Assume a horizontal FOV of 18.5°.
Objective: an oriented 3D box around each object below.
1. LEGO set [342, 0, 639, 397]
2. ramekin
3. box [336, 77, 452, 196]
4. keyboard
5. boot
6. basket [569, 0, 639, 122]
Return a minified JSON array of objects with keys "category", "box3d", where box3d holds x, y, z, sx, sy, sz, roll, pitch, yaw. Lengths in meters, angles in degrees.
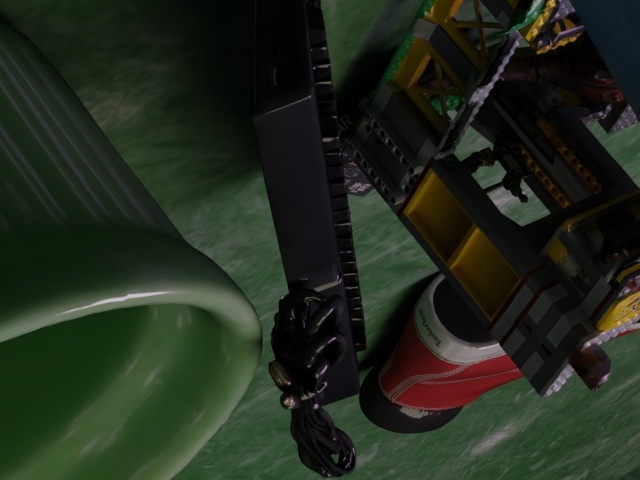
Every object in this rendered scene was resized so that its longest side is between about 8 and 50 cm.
[{"category":"LEGO set","box3d":[0.186,-0.068,0.936,0.331,0.192,0.255,-18,153,-44]},{"category":"ramekin","box3d":[-0.187,0.050,0.717,0.303,0.148,0.303,-29,161,-11]},{"category":"box","box3d":[0.024,-0.052,1.018,0.067,0.018,0.083,-40,161,20]},{"category":"keyboard","box3d":[0.000,0.000,0.823,0.033,0.201,0.317,-2,157,4]},{"category":"boot","box3d":[0.149,0.067,1.437,0.244,0.088,0.176,-14,155,-27]},{"category":"basket","box3d":[0.108,-0.150,0.469,0.255,0.289,0.201,-18,157,-40]}]
